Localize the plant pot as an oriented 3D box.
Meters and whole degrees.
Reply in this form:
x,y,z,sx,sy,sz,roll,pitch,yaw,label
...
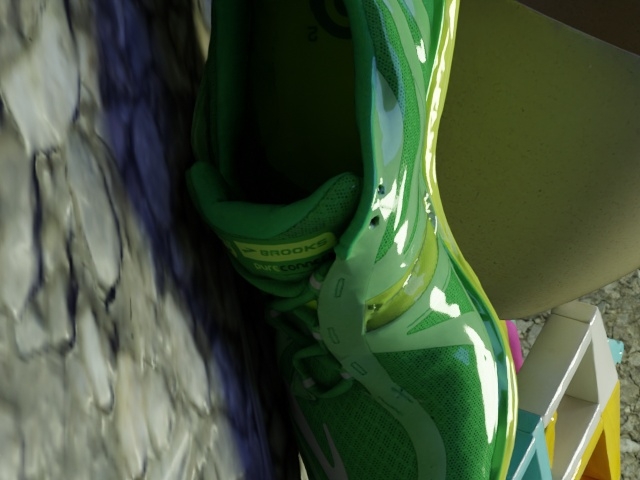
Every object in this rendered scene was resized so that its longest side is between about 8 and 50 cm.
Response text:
x,y,z,sx,sy,sz,roll,pitch,yaw,label
0.111,-0.065,0.716,0.284,0.284,0.191,-73,-173,-68,plant pot

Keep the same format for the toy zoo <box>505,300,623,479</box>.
x,y,z,sx,sy,sz,roll,pitch,yaw,label
0.135,0.173,0.753,0.293,0.030,0.192,-54,142,-33,toy zoo

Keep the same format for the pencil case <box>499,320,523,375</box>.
x,y,z,sx,sy,sz,roll,pitch,yaw,label
0.095,0.064,0.851,0.104,0.104,0.236,55,27,-66,pencil case

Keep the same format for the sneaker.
x,y,z,sx,sy,sz,roll,pitch,yaw,label
0.000,0.000,0.454,0.123,0.109,0.296,-28,113,-52,sneaker
